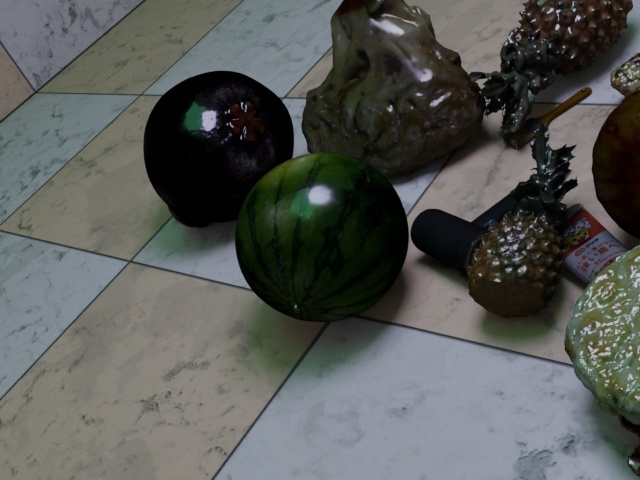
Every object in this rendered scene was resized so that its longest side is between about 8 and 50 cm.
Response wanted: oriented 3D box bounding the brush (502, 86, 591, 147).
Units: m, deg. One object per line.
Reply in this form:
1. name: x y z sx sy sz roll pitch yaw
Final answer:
1. brush: 0.368 -0.200 1.351 0.170 0.014 0.043 -34 37 -9

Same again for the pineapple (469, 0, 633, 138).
1. pineapple: 0.375 -0.311 1.363 0.175 0.175 0.361 11 55 41

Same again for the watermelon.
1. watermelon: 0.001 -0.004 1.162 0.242 0.242 0.242 -18 37 14

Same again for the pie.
1. pie: 0.392 0.099 0.867 0.274 0.105 0.257 -27 49 -1

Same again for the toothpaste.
1. toothpaste: 0.347 0.023 1.061 0.089 0.057 0.234 -35 27 3

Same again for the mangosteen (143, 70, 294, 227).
1. mangosteen: -0.192 -0.152 1.493 0.275 0.275 0.302 -54 10 -32

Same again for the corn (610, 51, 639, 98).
1. corn: 0.558 -0.278 1.262 0.253 0.086 0.086 -26 35 6

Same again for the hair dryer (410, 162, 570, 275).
1. hair dryer: 0.256 -0.047 1.206 0.255 0.070 0.128 -35 35 -22

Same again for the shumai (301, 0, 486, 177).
1. shumai: 0.092 -0.267 1.388 0.346 0.283 0.217 7 46 36

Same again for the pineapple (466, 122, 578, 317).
1. pineapple: 0.270 -0.025 1.086 0.125 0.125 0.251 3 58 36

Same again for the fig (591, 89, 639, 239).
1. fig: 0.469 -0.121 1.067 0.216 0.217 0.321 -5 19 29
